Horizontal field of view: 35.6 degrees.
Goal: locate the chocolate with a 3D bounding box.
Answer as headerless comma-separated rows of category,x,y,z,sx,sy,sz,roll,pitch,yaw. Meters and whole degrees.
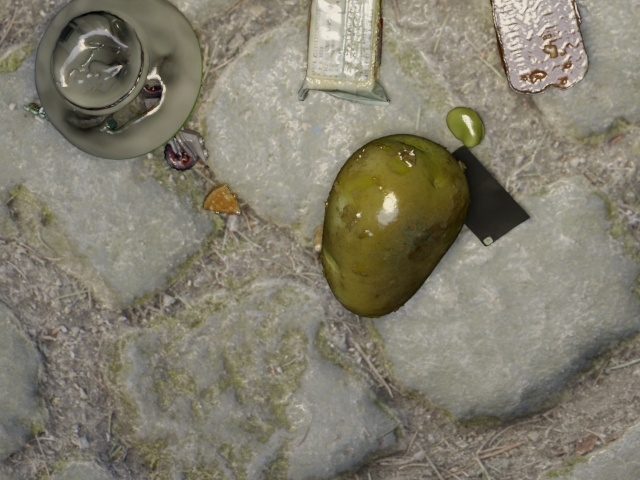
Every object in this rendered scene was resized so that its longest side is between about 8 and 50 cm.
chocolate,0.384,-0.369,1.760,0.148,0.093,0.214,-12,106,12

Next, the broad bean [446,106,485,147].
broad bean,0.272,-0.212,1.855,0.063,0.045,0.083,-35,96,37

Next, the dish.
dish,-0.385,-0.313,1.799,0.324,0.124,0.324,-1,87,12

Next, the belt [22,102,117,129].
belt,-0.471,-0.237,1.928,0.179,0.065,0.100,41,99,-7

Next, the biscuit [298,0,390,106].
biscuit,0.050,-0.395,1.801,0.186,0.079,0.309,3,109,4

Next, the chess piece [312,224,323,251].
chess piece,0.000,0.000,1.933,0.035,0.092,0.035,2,109,6

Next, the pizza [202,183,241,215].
pizza,-0.188,-0.076,1.968,0.078,0.025,0.083,36,128,-21

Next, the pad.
pad,0.294,-0.083,1.898,0.193,0.004,0.116,47,125,-9

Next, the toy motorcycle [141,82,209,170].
toy motorcycle,-0.265,-0.242,1.894,0.122,0.080,0.215,-14,110,14

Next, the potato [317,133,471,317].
potato,0.118,-0.018,1.833,0.269,0.219,0.359,6,119,-37
